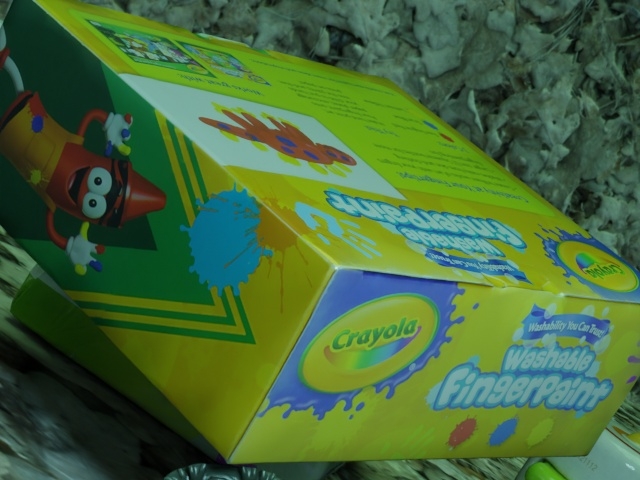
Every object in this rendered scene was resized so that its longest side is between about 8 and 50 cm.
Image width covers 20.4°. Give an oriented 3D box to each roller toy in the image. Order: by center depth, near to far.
[{"bbox_3d":[0.338,0.287,2.083,0.191,0.146,0.209,35,6,4],"label":"roller toy"}]

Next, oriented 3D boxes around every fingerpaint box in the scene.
[{"bbox_3d":[0.000,0.000,1.359,0.371,0.163,0.445,41,21,34],"label":"fingerpaint box"}]

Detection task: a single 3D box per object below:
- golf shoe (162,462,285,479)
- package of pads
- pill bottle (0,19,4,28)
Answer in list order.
[{"bbox_3d":[-0.010,0.232,1.190,0.273,0.105,0.120,31,-15,-21],"label":"golf shoe"},{"bbox_3d":[-0.098,0.101,1.556,0.296,0.101,0.229,35,7,8],"label":"package of pads"},{"bbox_3d":[-0.426,-0.191,1.810,0.283,0.160,0.160,29,9,-38],"label":"pill bottle"}]
